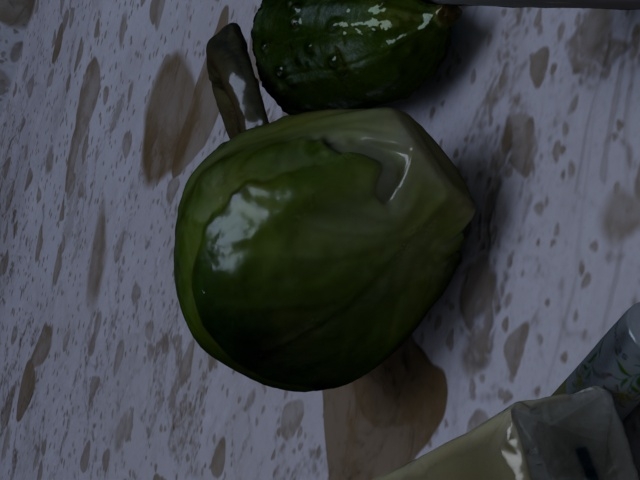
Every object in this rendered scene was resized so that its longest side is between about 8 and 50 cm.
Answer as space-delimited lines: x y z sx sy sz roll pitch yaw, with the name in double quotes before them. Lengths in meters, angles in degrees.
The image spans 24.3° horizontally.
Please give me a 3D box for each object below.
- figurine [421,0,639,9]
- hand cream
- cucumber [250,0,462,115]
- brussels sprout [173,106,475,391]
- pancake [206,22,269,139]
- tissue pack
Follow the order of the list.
"figurine" 0.153 -0.316 0.923 0.323 0.231 0.340 11 102 47
"hand cream" 0.175 0.097 0.940 0.194 0.042 0.067 120 145 -47
"cucumber" 0.045 -0.176 1.284 0.244 0.134 0.134 -2 78 62
"brussels sprout" 0.000 0.000 1.189 0.271 0.219 0.210 -38 33 29
"pancake" -0.064 -0.077 1.455 0.294 0.049 0.294 167 90 -87
"tissue pack" 0.118 0.191 0.937 0.196 0.092 0.148 -43 57 56
